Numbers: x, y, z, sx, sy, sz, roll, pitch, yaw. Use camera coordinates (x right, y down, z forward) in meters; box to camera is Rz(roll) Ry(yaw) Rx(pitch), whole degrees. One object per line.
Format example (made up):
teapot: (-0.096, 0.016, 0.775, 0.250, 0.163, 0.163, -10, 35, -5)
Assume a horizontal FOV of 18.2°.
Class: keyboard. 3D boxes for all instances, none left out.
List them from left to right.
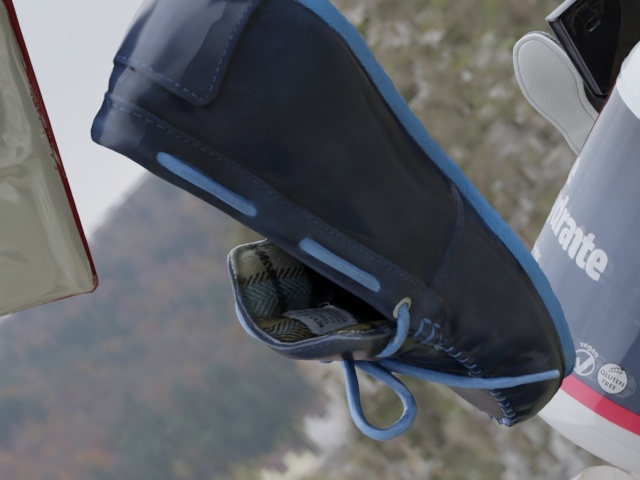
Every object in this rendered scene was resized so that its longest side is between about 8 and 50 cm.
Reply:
keyboard: (0.220, -0.184, 1.285, 0.180, 0.108, 0.023, -42, 35, -9)

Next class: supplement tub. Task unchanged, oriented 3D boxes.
supplement tub: (0.237, -0.008, 1.185, 0.272, 0.191, 0.191, -66, -10, 23)

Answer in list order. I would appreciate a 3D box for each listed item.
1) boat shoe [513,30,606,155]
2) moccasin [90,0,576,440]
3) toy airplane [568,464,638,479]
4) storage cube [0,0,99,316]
boat shoe: (0.182, -0.105, 1.429, 0.046, 0.125, 0.038, -26, 26, 37)
moccasin: (0.000, 0.000, 0.918, 0.137, 0.342, 0.117, 26, 75, 47)
toy airplane: (0.155, 0.301, 0.870, 0.272, 0.386, 0.384, -21, -6, 23)
storage cube: (-0.226, -0.073, 0.899, 0.183, 0.193, 0.215, -18, -43, -8)
